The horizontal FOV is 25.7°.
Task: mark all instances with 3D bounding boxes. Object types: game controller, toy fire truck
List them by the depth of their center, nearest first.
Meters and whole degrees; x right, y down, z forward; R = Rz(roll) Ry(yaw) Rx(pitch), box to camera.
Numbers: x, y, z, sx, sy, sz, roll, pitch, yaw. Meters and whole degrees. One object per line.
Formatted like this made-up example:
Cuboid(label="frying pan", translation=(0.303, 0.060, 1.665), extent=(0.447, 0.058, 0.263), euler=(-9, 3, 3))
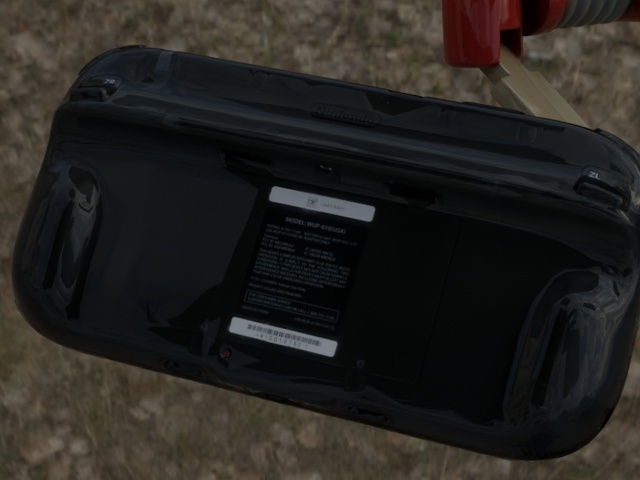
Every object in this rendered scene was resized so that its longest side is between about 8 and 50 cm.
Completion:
Cuboid(label="game controller", translation=(0.000, 0.000, 0.696), extent=(0.319, 0.067, 0.166), euler=(12, 83, 16))
Cuboid(label="toy fire truck", translation=(0.164, -0.152, 0.871), extent=(0.217, 0.246, 0.158), euler=(-10, 13, -30))
